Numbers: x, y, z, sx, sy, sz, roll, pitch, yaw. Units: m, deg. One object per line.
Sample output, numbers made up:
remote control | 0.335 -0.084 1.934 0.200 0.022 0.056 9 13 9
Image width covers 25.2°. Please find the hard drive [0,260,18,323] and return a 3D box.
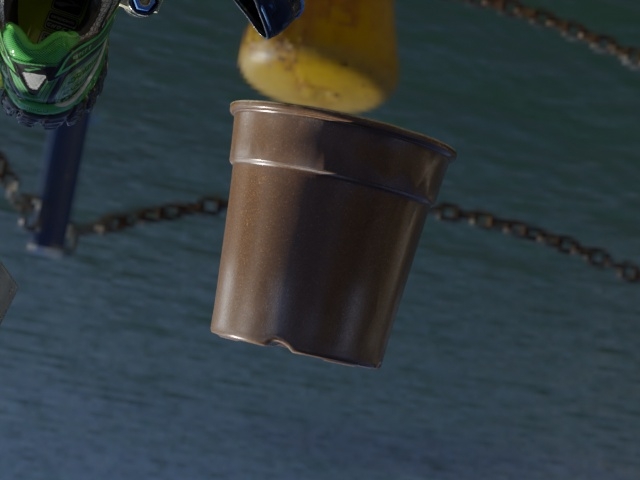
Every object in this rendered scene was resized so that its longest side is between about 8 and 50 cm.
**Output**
hard drive | -0.412 0.055 1.706 0.022 0.094 0.135 8 147 21

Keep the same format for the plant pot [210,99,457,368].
plant pot | 0.000 0.000 1.023 0.166 0.165 0.167 12 178 1

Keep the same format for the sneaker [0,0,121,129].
sneaker | -0.226 -0.284 1.371 0.134 0.344 0.146 9 159 -7

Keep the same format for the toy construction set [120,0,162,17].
toy construction set | -0.293 -0.461 2.154 0.327 0.215 0.151 22 -179 -2

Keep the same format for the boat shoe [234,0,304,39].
boat shoe | -0.128 -0.392 2.028 0.258 0.089 0.109 43 165 -18
